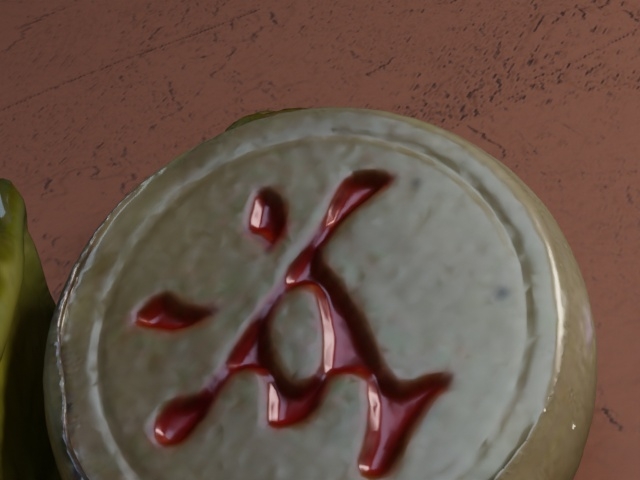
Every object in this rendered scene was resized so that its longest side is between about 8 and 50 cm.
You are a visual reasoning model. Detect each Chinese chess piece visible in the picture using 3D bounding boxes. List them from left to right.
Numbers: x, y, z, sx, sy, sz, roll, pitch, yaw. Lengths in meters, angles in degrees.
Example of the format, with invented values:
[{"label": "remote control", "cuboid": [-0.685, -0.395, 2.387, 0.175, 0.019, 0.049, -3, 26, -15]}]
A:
[{"label": "Chinese chess piece", "cuboid": [0.000, 0.058, 0.630, 0.250, 0.103, 0.249, -7, 58, 10]}]

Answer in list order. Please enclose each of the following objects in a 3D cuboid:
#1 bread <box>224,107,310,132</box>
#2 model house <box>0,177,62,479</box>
[{"label": "bread", "cuboid": [0.000, 0.000, 0.787, 0.128, 0.088, 0.232, -26, 43, -5]}, {"label": "model house", "cuboid": [-0.241, 0.094, 0.638, 0.234, 0.174, 0.193, -5, 37, 2]}]
